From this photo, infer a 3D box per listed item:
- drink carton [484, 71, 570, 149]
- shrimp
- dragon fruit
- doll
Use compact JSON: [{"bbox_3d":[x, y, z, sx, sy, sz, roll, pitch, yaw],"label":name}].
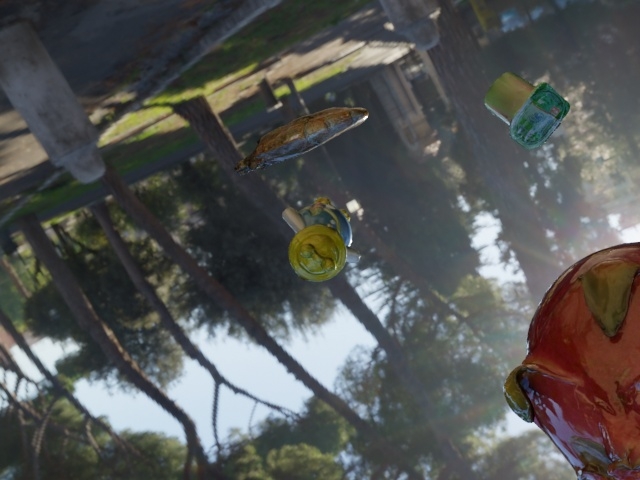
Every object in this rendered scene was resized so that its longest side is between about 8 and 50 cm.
[{"bbox_3d":[0.478,-0.319,1.741,0.144,0.146,0.142,-53,-137,14],"label":"drink carton"},{"bbox_3d":[-0.033,-0.186,1.292,0.254,0.059,0.145,-22,-173,24],"label":"shrimp"},{"bbox_3d":[0.277,0.116,0.619,0.224,0.224,0.227,-17,-140,59],"label":"dragon fruit"},{"bbox_3d":[0.001,0.000,1.227,0.098,0.135,0.241,-22,-165,9],"label":"doll"}]
